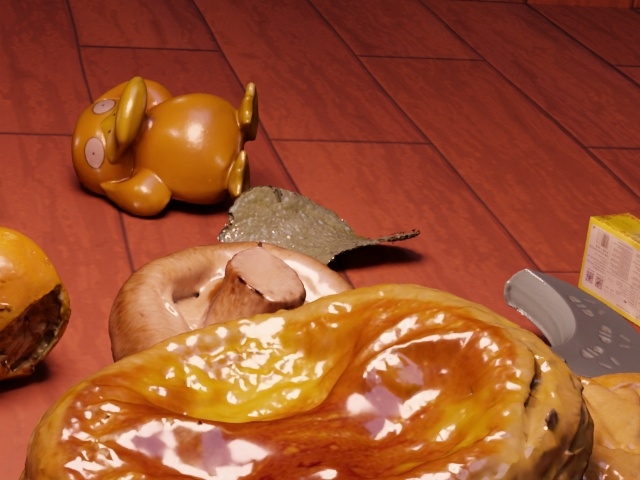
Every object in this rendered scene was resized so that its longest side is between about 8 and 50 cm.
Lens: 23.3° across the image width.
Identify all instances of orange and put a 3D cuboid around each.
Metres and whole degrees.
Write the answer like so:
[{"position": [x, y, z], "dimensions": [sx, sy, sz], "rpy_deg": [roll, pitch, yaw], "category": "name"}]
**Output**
[{"position": [-0.314, 0.062, 1.494], "dimensions": [0.134, 0.155, 0.154], "rpy_deg": [5, 19, 25], "category": "orange"}]

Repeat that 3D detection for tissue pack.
[{"position": [0.382, 0.043, 1.803], "dimensions": [0.062, 0.095, 0.176], "rpy_deg": [-6, 23, -29], "category": "tissue pack"}]

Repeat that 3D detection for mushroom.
[{"position": [-0.069, 0.093, 1.496], "dimensions": [0.278, 0.146, 0.278], "rpy_deg": [11, 29, -6], "category": "mushroom"}]

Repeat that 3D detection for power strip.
[{"position": [0.259, 0.116, 1.595], "dimensions": [0.167, 0.054, 0.253], "rpy_deg": [20, 23, 0], "category": "power strip"}]

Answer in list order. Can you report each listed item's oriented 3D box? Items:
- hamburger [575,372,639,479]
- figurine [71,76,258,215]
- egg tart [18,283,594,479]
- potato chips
[{"position": [0.247, 0.208, 1.259], "dimensions": [0.209, 0.162, 0.330], "rpy_deg": [10, 25, 20], "category": "hamburger"}, {"position": [-0.200, -0.120, 1.997], "dimensions": [0.228, 0.215, 0.215], "rpy_deg": [15, 18, -17], "category": "figurine"}, {"position": [-0.008, 0.190, 1.162], "dimensions": [0.443, 0.178, 0.443], "rpy_deg": [-7, 23, 3], "category": "egg tart"}, {"position": [0.003, -0.007, 1.890], "dimensions": [0.228, 0.059, 0.167], "rpy_deg": [16, 29, 12], "category": "potato chips"}]
